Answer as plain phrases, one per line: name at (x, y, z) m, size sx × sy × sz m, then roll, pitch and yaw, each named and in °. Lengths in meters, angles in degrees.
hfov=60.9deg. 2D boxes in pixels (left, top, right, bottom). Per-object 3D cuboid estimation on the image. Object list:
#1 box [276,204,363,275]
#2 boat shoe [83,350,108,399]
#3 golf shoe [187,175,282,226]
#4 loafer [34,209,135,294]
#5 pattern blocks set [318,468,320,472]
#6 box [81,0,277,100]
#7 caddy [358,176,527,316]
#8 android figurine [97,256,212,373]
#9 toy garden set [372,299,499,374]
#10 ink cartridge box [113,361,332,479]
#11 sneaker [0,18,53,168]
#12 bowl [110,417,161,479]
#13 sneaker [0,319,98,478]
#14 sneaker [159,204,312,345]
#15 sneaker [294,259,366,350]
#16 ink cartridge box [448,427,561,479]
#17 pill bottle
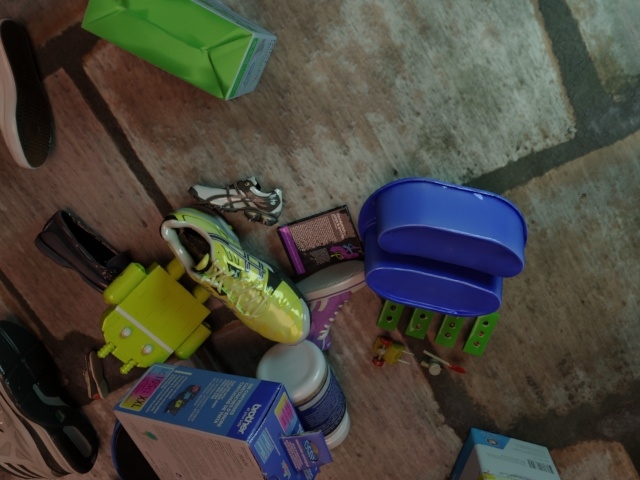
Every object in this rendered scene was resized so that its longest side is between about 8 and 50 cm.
box at (0.000, 0.000, 1.181) m, size 0.162 × 0.029 × 0.116 m, roll -17°, pitch 108°, yaw 12°
boat shoe at (-0.559, 0.332, 1.336) m, size 0.043 × 0.049 × 0.136 m, roll -1°, pitch 114°, yaw 7°
golf shoe at (-0.175, -0.097, 1.146) m, size 0.198 × 0.077 × 0.093 m, roll 17°, pitch 96°, yaw -6°
loafer at (-0.478, 0.046, 1.199) m, size 0.303 × 0.109 × 0.095 m, roll 33°, pitch 104°, yaw -5°
pattern blocks set at (-0.146, 0.643, 1.363) m, size 0.325 × 0.026 × 0.285 m, roll -38°, pitch 126°, yaw 1°
box at (-0.231, -0.371, 0.961) m, size 0.262 × 0.231 × 0.126 m, roll 26°, pitch 109°, yaw -5°
caddy at (0.241, 0.005, 1.087) m, size 0.342 × 0.179 × 0.241 m, roll 13°, pitch 132°, yaw 0°
android figurine at (-0.356, 0.163, 1.179) m, size 0.273 × 0.056 × 0.248 m, roll -47°, pitch 119°, yaw -14°
toy garden set at (0.243, 0.211, 1.227) m, size 0.245 × 0.049 × 0.203 m, roll 17°, pitch 108°, yaw -2°
ink cartridge box at (-0.177, 0.408, 1.097) m, size 0.396 × 0.151 × 0.269 m, roll 3°, pitch 127°, yaw 29°
sneaker at (-0.635, -0.287, 1.104) m, size 0.123 × 0.106 × 0.289 m, roll -3°, pitch 102°, yaw 16°
bowl at (-0.338, 0.530, 1.371) m, size 0.392 × 0.077 × 0.390 m, roll 2°, pitch 109°, yaw 5°
sneaker at (-0.763, 0.418, 1.317) m, size 0.258 × 0.169 × 0.447 m, roll -18°, pitch 109°, yaw 9°
sneaker at (-0.185, 0.083, 1.115) m, size 0.385 × 0.147 × 0.145 m, roll 40°, pitch 106°, yaw 9°
sneaker at (0.014, 0.155, 1.204) m, size 0.282 × 0.102 × 0.161 m, roll -27°, pitch 109°, yaw 24°
ink cartridge box at (0.425, 0.609, 1.231) m, size 0.198 × 0.270 × 0.197 m, roll 15°, pitch 110°, yaw 0°
pill bottle at (-0.028, 0.349, 1.205) m, size 0.153 × 0.153 × 0.264 m, roll -15°, pitch 131°, yaw 10°
